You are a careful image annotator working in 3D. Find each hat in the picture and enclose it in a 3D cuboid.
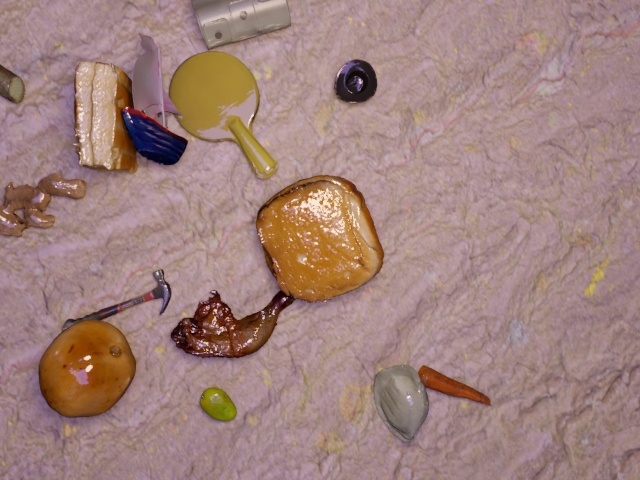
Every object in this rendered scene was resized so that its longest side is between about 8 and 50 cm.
[{"bbox_3d":[0.089,-0.405,1.407,0.121,0.050,0.121,0,89,-7],"label":"hat"}]

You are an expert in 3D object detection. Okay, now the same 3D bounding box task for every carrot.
[{"bbox_3d":[0.366,0.399,1.466,0.225,0.057,0.057,22,91,-8],"label":"carrot"}]

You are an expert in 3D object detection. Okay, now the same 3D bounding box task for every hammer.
[{"bbox_3d":[-0.524,0.175,1.399,0.288,0.033,0.111,-20,93,-3],"label":"hammer"}]

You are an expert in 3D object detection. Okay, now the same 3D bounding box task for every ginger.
[{"bbox_3d":[-0.715,-0.090,1.363,0.259,0.065,0.149,-9,106,-9],"label":"ginger"}]

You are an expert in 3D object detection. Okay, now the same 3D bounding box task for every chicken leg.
[{"bbox_3d":[-0.222,0.215,1.404,0.323,0.083,0.177,-2,78,-1],"label":"chicken leg"}]

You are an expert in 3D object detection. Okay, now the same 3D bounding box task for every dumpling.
[{"bbox_3d":[0.222,0.421,1.429,0.108,0.153,0.218,-1,107,-28],"label":"dumpling"}]

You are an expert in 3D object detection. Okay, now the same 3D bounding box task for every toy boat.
[{"bbox_3d":[-0.398,-0.330,1.269,0.072,0.219,0.317,-8,102,19],"label":"toy boat"}]

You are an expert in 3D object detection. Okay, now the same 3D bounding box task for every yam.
[{"bbox_3d":[-0.803,-0.403,1.335,0.147,0.070,0.069,33,90,-7],"label":"yam"}]

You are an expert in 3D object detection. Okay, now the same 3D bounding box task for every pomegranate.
[{"bbox_3d":[-0.561,0.312,1.310,0.234,0.233,0.232,0,93,-4],"label":"pomegranate"}]

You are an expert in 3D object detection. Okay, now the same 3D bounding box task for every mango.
[{"bbox_3d":[-0.265,0.430,1.416,0.108,0.056,0.073,40,95,-8],"label":"mango"}]

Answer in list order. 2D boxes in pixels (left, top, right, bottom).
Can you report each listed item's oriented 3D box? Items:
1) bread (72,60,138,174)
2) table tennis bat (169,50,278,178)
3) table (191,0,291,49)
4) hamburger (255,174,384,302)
[{"bbox_3d":[-0.501,-0.277,1.274,0.111,0.246,0.238,-1,93,-9],"label":"bread"},{"bbox_3d":[-0.231,-0.316,1.391,0.224,0.054,0.368,-37,91,1],"label":"table tennis bat"},{"bbox_3d":[-0.195,-0.564,1.343,0.220,0.126,0.126,-18,94,-4],"label":"table"},{"bbox_3d":[-0.006,-0.005,1.356,0.285,0.174,0.304,-18,94,-1],"label":"hamburger"}]
